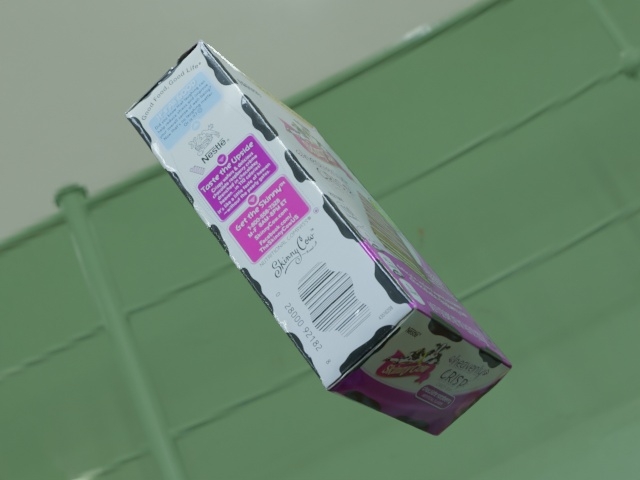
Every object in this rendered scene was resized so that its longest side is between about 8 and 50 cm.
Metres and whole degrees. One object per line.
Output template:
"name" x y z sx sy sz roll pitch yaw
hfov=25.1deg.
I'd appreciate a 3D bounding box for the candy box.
"candy box" 0.000 0.000 0.874 0.071 0.233 0.159 -44 -30 8
